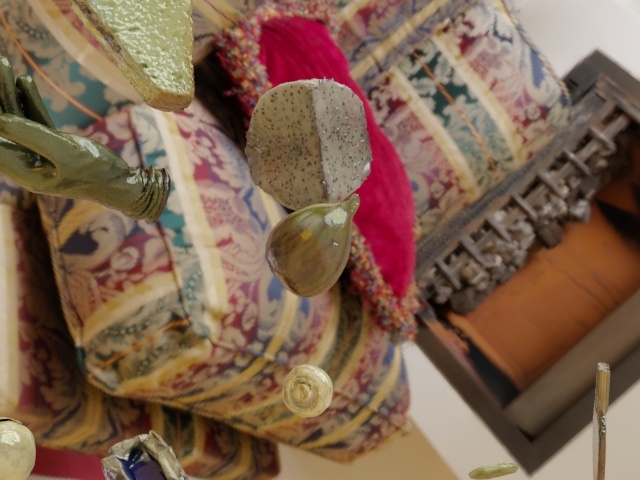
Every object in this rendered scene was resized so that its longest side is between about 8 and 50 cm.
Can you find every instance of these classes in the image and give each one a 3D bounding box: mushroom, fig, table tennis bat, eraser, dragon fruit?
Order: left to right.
[{"bbox_3d":[-0.574,0.374,1.506,0.154,0.122,0.154,-34,148,-25],"label":"mushroom"},{"bbox_3d":[-0.210,0.435,1.229,0.101,0.155,0.332,-23,121,-19],"label":"eraser"},{"bbox_3d":[-0.022,0.236,1.361,0.083,0.083,0.067,-47,162,12],"label":"mushroom"},{"bbox_3d":[-0.025,-0.221,1.946,0.221,0.204,0.283,-22,108,-50],"label":"dragon fruit"},{"bbox_3d":[0.000,0.000,1.146,0.155,0.103,0.109,-40,118,5],"label":"fig"},{"bbox_3d":[0.440,0.290,1.361,0.130,0.019,0.220,-64,151,-62],"label":"table tennis bat"}]

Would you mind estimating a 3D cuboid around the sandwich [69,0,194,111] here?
[{"bbox_3d":[-0.288,-0.342,1.218,0.254,0.100,0.288,6,84,-34],"label":"sandwich"}]

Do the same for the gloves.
[{"bbox_3d":[-0.290,-0.097,0.957,0.268,0.135,0.107,36,84,-28],"label":"gloves"}]

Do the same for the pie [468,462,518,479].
[{"bbox_3d":[0.278,0.373,1.394,0.085,0.017,0.085,-9,157,-4],"label":"pie"}]
